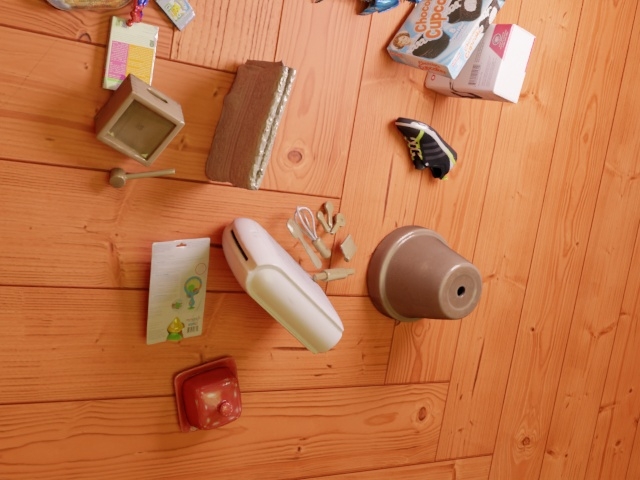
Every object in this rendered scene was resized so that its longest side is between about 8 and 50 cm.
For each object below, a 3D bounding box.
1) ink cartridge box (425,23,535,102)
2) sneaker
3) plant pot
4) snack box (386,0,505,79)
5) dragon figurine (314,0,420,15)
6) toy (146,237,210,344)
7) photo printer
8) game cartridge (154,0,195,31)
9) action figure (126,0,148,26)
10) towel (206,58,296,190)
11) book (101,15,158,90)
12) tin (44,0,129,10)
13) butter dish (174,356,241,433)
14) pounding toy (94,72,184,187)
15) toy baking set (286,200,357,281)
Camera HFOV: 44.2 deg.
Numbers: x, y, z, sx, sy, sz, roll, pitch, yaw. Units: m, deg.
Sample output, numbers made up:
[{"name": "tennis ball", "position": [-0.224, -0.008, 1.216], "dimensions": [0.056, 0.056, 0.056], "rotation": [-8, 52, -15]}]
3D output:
[{"name": "ink cartridge box", "position": [0.398, -0.448, 1.985], "dimensions": [0.100, 0.237, 0.172], "rotation": [13, 94, -40]}, {"name": "sneaker", "position": [0.272, -0.231, 2.045], "dimensions": [0.235, 0.084, 0.097], "rotation": [33, 83, -35]}, {"name": "plant pot", "position": [0.288, 0.107, 2.049], "dimensions": [0.263, 0.229, 0.263], "rotation": [-8, 106, -31]}, {"name": "snack box", "position": [0.327, -0.559, 1.939], "dimensions": [0.322, 0.187, 0.060], "rotation": [-57, 145, -10]}, {"name": "dragon figurine", "position": [0.133, -0.582, 1.869], "dimensions": [0.289, 0.085, 0.144], "rotation": [-36, 118, -23]}, {"name": "toy", "position": [-0.324, 0.106, 1.745], "dimensions": [0.137, 0.056, 0.237], "rotation": [-6, 109, -36]}, {"name": "photo printer", "position": [-0.097, 0.091, 1.775], "dimensions": [0.107, 0.256, 0.307], "rotation": [-41, 123, 4]}, {"name": "game cartridge", "position": [-0.302, -0.487, 1.645], "dimensions": [0.056, 0.017, 0.083], "rotation": [-52, 124, -17]}, {"name": "action figure", "position": [-0.362, -0.477, 1.585], "dimensions": [0.038, 0.030, 0.115], "rotation": [76, 32, -67]}, {"name": "towel", "position": [-0.154, -0.252, 1.694], "dimensions": [0.049, 0.187, 0.282], "rotation": [16, 91, -39]}, {"name": "book", "position": [-0.389, -0.373, 1.604], "dimensions": [0.096, 0.035, 0.144], "rotation": [7, 97, -32]}, {"name": "tin", "position": [-0.455, -0.502, 1.528], "dimensions": [0.190, 0.040, 0.106], "rotation": [-12, 111, -31]}, {"name": "butter dish", "position": [-0.241, 0.373, 1.825], "dimensions": [0.160, 0.118, 0.160], "rotation": [-15, 110, -31]}, {"name": "pounding toy", "position": [-0.374, -0.207, 1.621], "dimensions": [0.181, 0.094, 0.206], "rotation": [30, 114, -35]}, {"name": "toy baking set", "position": [0.003, 0.007, 1.906], "dimensions": [0.256, 0.030, 0.196], "rotation": [-13, 86, -54]}]
